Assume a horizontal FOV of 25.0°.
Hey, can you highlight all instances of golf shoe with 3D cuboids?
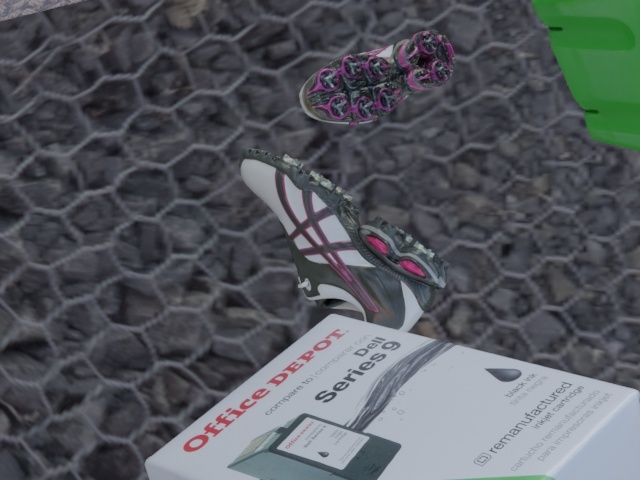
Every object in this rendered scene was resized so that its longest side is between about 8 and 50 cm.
[{"bbox_3d":[0.000,0.000,1.490,0.120,0.273,0.105,-56,152,5],"label":"golf shoe"},{"bbox_3d":[0.045,-0.150,1.400,0.186,0.086,0.068,-22,95,-38],"label":"golf shoe"}]

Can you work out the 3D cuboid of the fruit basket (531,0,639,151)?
[{"bbox_3d":[0.414,-0.259,1.259,0.392,0.392,0.283,-39,121,-15],"label":"fruit basket"}]

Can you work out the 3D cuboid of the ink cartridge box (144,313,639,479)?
[{"bbox_3d":[0.052,0.173,0.987,0.211,0.289,0.122,-36,121,-34],"label":"ink cartridge box"}]

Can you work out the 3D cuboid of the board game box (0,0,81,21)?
[{"bbox_3d":[-0.228,-0.324,1.037,0.232,0.141,0.291,-18,75,-24],"label":"board game box"}]
